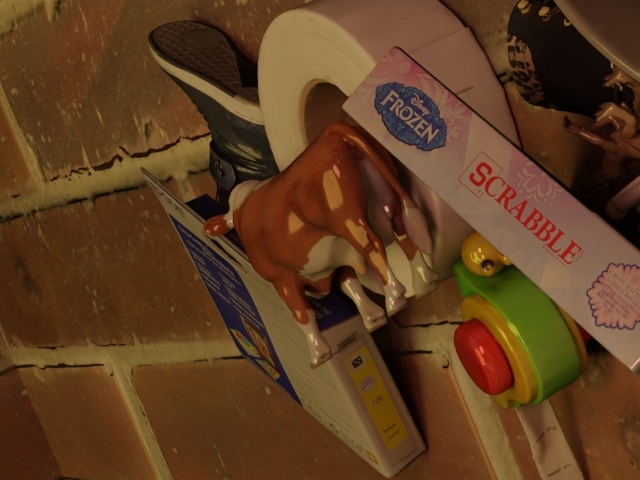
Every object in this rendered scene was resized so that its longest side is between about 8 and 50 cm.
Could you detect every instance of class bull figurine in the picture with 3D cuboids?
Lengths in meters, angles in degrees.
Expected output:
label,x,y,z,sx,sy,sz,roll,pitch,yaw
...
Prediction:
label,x,y,z,sx,sy,sz,roll,pitch,yaw
bull figurine,0.000,0.000,1.733,0.188,0.101,0.310,58,157,4

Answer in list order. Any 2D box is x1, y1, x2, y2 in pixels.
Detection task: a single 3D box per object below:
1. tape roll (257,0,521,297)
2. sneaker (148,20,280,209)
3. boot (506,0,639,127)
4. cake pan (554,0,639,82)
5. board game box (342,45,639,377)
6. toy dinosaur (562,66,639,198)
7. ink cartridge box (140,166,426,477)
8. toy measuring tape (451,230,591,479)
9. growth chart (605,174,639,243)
label,x,y,z,sx,sy,sz,roll,pitch,yaw
tape roll,0.060,-0.094,1.760,0.286,0.100,0.286,44,148,38
sneaker,-0.109,-0.127,2.072,0.226,0.086,0.163,41,143,39
boot,0.207,-0.172,1.413,0.178,0.085,0.236,26,139,46
cake pan,0.247,-0.202,1.185,0.293,0.054,0.293,30,146,23
board game box,0.202,0.020,1.425,0.318,0.066,0.318,45,-173,35
toy dinosaur,0.233,-0.076,1.360,0.092,0.053,0.183,38,156,-18
ink cartridge box,-0.040,0.072,2.060,0.303,0.072,0.307,38,158,46
toy measuring tape,0.200,0.135,1.699,0.121,0.121,0.330,17,136,57
growth chart,0.312,0.016,1.350,0.237,0.021,0.172,37,154,-12
